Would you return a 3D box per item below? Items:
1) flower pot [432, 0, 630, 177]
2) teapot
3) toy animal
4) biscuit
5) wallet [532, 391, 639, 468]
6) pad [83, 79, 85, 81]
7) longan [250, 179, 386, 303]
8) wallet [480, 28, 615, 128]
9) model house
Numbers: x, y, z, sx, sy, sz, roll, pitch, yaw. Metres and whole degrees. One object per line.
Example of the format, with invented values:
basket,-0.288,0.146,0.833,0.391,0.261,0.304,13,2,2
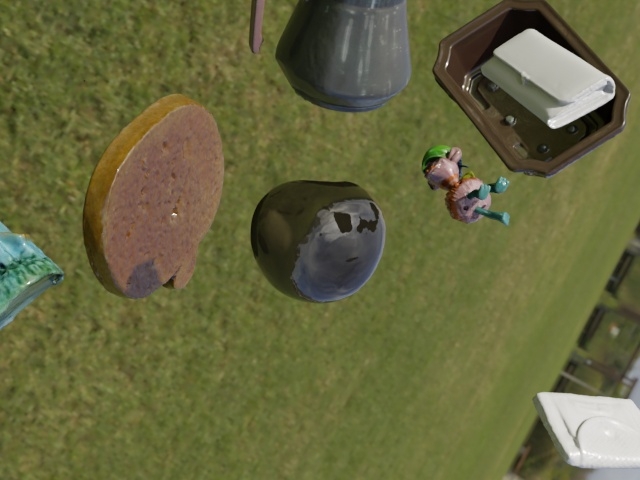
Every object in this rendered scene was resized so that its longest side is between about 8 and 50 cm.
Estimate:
flower pot,0.272,-0.186,1.281,0.179,0.250,0.084,-33,152,1
teapot,0.035,-0.487,2.104,0.376,0.305,0.361,-2,128,-17
toy animal,0.232,-0.082,1.535,0.208,0.103,0.100,42,-63,63
biscuit,-0.293,-0.066,1.767,0.394,0.070,0.350,-50,143,-51
wallet,0.382,0.256,1.334,0.183,0.124,0.031,7,127,-24
pad,-0.554,-0.328,1.631,0.323,0.055,0.250,-3,139,-19
longan,0.000,0.000,1.523,0.220,0.196,0.196,-4,127,-30
wallet,0.181,-0.133,0.800,0.061,0.122,0.025,-34,126,1
model house,-0.568,0.048,1.510,0.261,0.241,0.226,-41,180,-5
